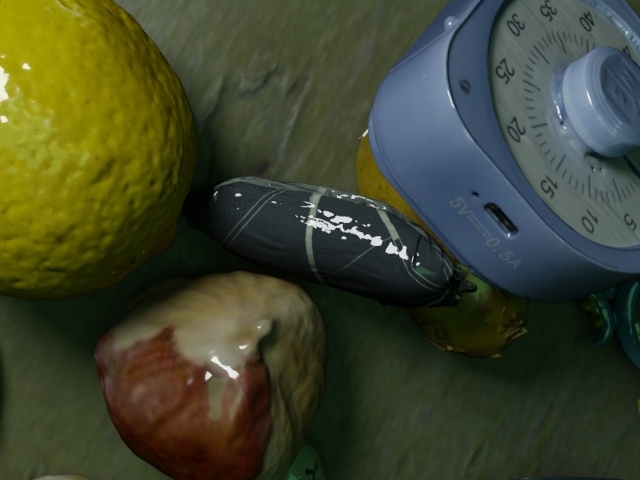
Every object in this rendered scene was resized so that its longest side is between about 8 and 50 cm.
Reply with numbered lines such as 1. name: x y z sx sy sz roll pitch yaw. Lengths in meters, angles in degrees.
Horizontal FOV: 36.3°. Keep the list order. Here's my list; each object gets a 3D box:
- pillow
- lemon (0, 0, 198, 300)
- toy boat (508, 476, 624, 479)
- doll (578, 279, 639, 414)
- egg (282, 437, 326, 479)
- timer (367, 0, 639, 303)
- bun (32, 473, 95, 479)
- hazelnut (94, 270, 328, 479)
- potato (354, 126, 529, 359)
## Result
1. pillow: 0.000 0.000 1.036 0.335 0.161 0.092 15 75 20
2. lemon: -0.283 -0.103 0.953 0.336 0.336 0.336 -1 97 -9
3. toy boat: 0.275 0.345 1.208 0.246 0.103 0.093 1 120 -5
4. doll: 0.480 0.022 1.201 0.346 0.099 0.341 -22 101 -8
5. egg: -0.037 0.278 1.153 0.085 0.085 0.110 -13 91 -8
6. timer: 0.264 -0.111 1.029 0.395 0.173 0.395 16 61 -32
7. bun: -0.294 0.359 1.113 0.183 0.102 0.183 -1 96 -12
8. hazelnut: -0.104 0.143 1.050 0.261 0.241 0.261 7 51 -9
9. potato: 0.149 -0.008 1.121 0.173 0.140 0.300 -22 95 9
